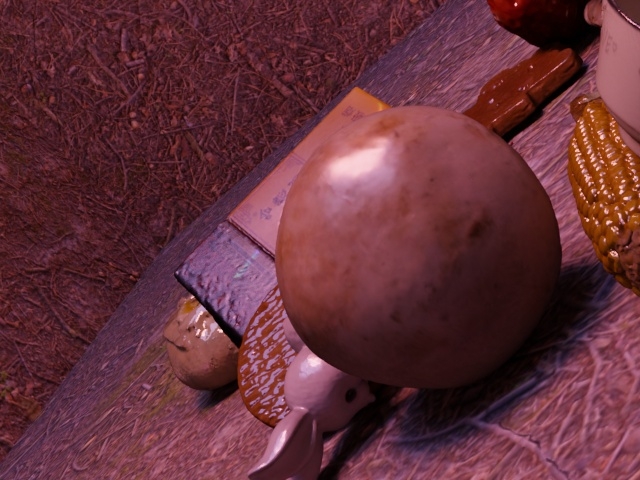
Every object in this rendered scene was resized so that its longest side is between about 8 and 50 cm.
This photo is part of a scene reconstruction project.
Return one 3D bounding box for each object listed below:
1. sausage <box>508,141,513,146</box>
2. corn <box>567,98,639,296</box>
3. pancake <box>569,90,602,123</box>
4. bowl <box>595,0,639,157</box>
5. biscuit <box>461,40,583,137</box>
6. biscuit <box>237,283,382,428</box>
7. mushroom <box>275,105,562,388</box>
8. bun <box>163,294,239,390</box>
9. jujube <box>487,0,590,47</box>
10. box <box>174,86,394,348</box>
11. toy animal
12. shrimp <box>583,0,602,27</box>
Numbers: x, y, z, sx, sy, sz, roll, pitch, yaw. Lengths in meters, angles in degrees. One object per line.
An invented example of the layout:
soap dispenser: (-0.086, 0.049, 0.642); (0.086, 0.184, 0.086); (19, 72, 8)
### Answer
sausage: (0.237, -0.116, 1.608); (0.050, 0.048, 0.145); (-10, -15, -41)
corn: (0.294, -0.053, 1.009); (0.119, 0.119, 0.322); (-40, 12, 24)
pancake: (0.413, -0.192, 1.254); (0.197, 0.054, 0.376); (-50, 14, -15)
bowl: (0.339, -0.129, 0.921); (0.237, 0.238, 0.126); (-62, -10, -55)
biscuit: (0.288, -0.205, 1.732); (0.301, 0.043, 0.278); (-45, 13, -9)
biscuit: (0.004, 0.125, 1.359); (0.262, 0.037, 0.261); (-24, 45, 26)
mushroom: (0.113, 0.011, 1.127); (0.297, 0.297, 0.290); (-41, -22, 18)
bun: (-0.169, 0.142, 1.831); (0.239, 0.141, 0.239); (-32, 27, 19)
jujube: (0.359, -0.396, 1.754); (0.155, 0.155, 0.230); (-39, -16, 27)
box: (0.007, -0.009, 1.583); (0.415, 0.116, 0.264); (-45, 45, -6)
toy animal: (0.005, 0.190, 1.198); (0.103, 0.131, 0.220); (72, -157, -59)
shrimp: (0.476, -0.368, 1.629); (0.145, 0.059, 0.254); (-33, 9, 10)
